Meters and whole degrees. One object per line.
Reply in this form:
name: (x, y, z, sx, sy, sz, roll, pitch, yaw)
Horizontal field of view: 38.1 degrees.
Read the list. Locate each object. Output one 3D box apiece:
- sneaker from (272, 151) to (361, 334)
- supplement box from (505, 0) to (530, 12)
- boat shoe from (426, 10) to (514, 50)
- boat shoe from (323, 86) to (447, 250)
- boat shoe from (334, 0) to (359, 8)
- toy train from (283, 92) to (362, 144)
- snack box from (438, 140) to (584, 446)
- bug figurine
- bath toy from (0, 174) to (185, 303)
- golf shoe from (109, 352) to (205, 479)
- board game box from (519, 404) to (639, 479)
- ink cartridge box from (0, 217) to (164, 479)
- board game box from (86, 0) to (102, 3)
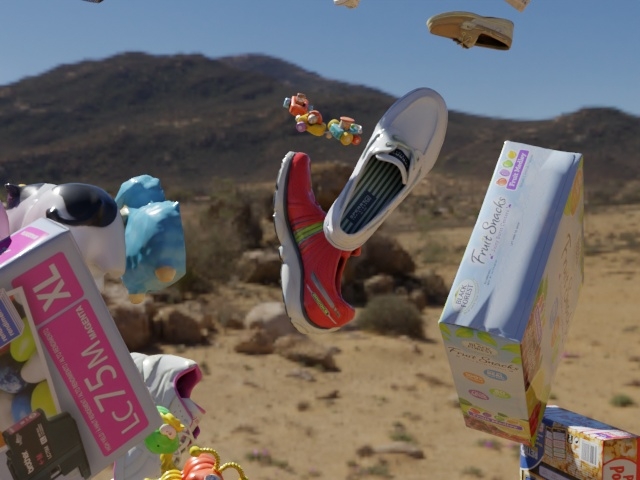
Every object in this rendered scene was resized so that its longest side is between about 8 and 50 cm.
sneaker: (0.000, 0.000, 1.374, 0.118, 0.279, 0.107, -10, -14, 8)
supplement box: (0.344, -0.466, 1.703, 0.098, 0.036, 0.062, 36, 6, 1)
boat shoe: (0.227, -0.312, 1.396, 0.135, 0.045, 0.050, 3, -17, -6)
boat shoe: (0.087, -0.084, 1.081, 0.083, 0.226, 0.076, 31, -9, -5)
boat shoe: (0.064, -0.480, 1.851, 0.035, 0.035, 0.100, 5, 30, 37)
toy train: (0.009, -0.244, 1.813, 0.166, 0.046, 0.125, 18, 32, -5)
snack box: (0.167, 0.050, 0.774, 0.070, 0.175, 0.207, 14, -29, 22)
bug figurine: (-0.200, 0.173, 0.898, 0.279, 0.072, 0.216, 35, -6, -17)
bath toy: (-0.280, -0.022, 0.740, 0.348, 0.129, 0.151, 8, -25, -42)
golf shoe: (-0.254, 0.316, 1.464, 0.140, 0.306, 0.115, -5, -29, 4)
board game box: (0.250, 0.272, 0.912, 0.045, 0.194, 0.146, 0, 3, -19)
ink cartridge box: (-0.275, 0.141, 0.639, 0.311, 0.186, 0.065, -34, 29, -27)
board game box: (-0.274, -0.450, 1.181, 0.042, 0.243, 0.165, 21, 51, 24)
